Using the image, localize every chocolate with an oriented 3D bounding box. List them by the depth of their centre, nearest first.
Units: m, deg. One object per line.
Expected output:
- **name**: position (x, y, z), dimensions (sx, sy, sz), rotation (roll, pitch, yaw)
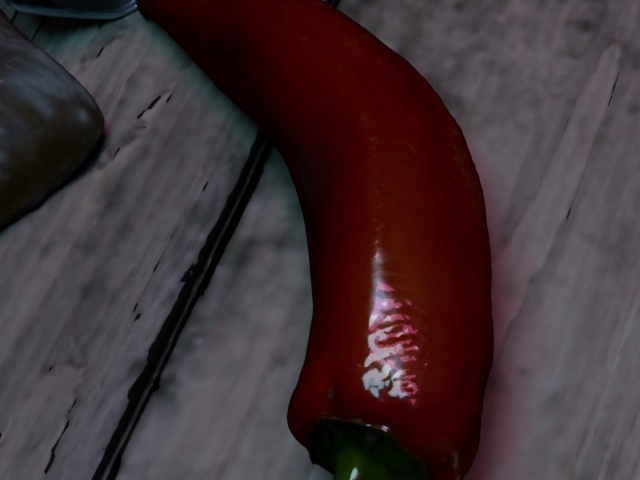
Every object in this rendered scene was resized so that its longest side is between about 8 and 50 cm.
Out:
- **chocolate**: position (-0.233, -0.100, 0.830), dimensions (0.157, 0.080, 0.254), rotation (-35, 57, -17)

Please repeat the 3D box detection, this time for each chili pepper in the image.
- **chili pepper**: position (0.005, -0.006, 0.740), dimensions (0.137, 0.092, 0.368), rotation (-26, 46, 12)

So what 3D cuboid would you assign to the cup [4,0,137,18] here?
- **cup**: position (-0.126, -0.184, 0.870), dimensions (0.128, 0.095, 0.129), rotation (-3, 41, -42)
